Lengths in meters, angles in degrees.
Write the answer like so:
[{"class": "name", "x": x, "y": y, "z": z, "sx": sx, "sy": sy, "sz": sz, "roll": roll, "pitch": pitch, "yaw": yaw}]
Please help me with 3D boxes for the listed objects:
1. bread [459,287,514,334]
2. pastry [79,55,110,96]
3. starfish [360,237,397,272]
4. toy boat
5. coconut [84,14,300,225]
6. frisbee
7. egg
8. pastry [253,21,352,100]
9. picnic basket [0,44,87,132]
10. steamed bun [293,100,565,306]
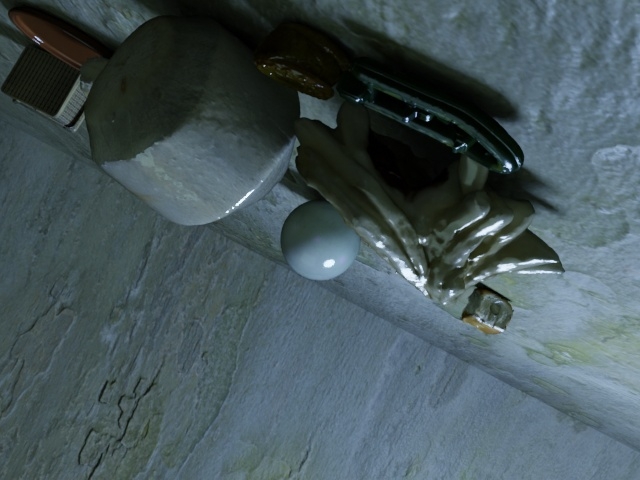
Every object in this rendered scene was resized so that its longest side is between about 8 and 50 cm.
[{"class": "bread", "x": 0.321, "y": 0.133, "z": 1.888, "sx": 0.083, "sy": 0.076, "sz": 0.070, "roll": 31, "pitch": 160, "yaw": -14}, {"class": "pastry", "x": -0.267, "y": -0.219, "z": 1.566, "sx": 0.259, "sy": 0.089, "sz": 0.121, "roll": 19, "pitch": 178, "yaw": 19}, {"class": "starfish", "x": 0.169, "y": 0.043, "z": 1.918, "sx": 0.295, "sy": 0.048, "sz": 0.231, "roll": 21, "pitch": 169, "yaw": 46}, {"class": "toy boat", "x": 0.116, "y": -0.130, "z": 1.015, "sx": 0.210, "sy": 0.052, "sz": 0.104, "roll": 28, "pitch": 169, "yaw": 7}, {"class": "coconut", "x": -0.146, "y": -0.137, "z": 1.211, "sx": 0.266, "sy": 0.237, "sz": 0.237, "roll": 33, "pitch": 171, "yaw": -37}, {"class": "frisbee", "x": -0.420, "y": -0.327, "z": 1.690, "sx": 0.251, "sy": 0.021, "sz": 0.251, "roll": 28, "pitch": 171, "yaw": 5}, {"class": "egg", "x": 0.000, "y": 0.000, "z": 1.848, "sx": 0.151, "sy": 0.151, "sz": 0.209, "roll": 28, "pitch": 175, "yaw": 5}, {"class": "pastry", "x": -0.019, "y": -0.192, "z": 1.064, "sx": 0.109, "sy": 0.057, "sz": 0.097, "roll": 27, "pitch": 173, "yaw": 14}, {"class": "picnic basket", "x": -0.518, "y": -0.292, "z": 1.891, "sx": 0.164, "sy": 0.115, "sz": 0.079, "roll": 26, "pitch": 174, "yaw": 22}, {"class": "steamed bun", "x": 0.155, "y": -0.025, "z": 1.222, "sx": 0.428, "sy": 0.189, "sz": 0.247, "roll": 40, "pitch": -165, "yaw": -51}]
